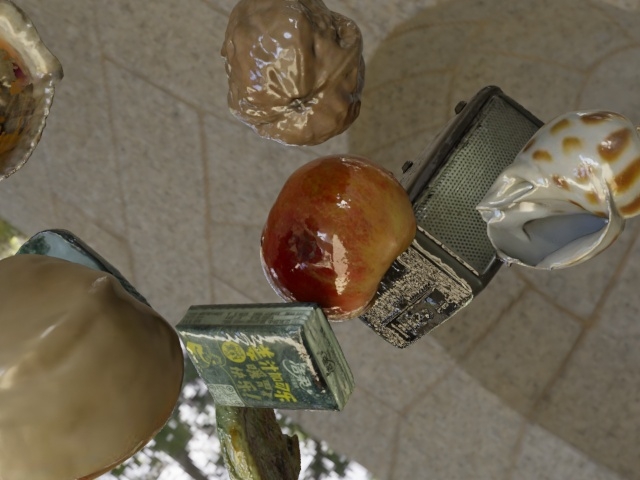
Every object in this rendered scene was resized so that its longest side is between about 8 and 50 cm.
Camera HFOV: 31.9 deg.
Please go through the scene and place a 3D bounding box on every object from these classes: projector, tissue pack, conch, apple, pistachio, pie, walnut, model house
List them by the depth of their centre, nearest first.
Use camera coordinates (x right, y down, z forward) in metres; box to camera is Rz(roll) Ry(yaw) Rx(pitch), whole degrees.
[{"bbox_3d":[-0.479,-0.193,1.365,0.352,0.297,0.210,-68,16,-1],"label":"conch"},{"bbox_3d":[0.336,-0.073,1.391,0.148,0.274,0.183,-15,-94,-52],"label":"conch"},{"bbox_3d":[-0.410,0.186,1.530,0.445,0.365,0.281,-8,-39,-10],"label":"pistachio"},{"bbox_3d":[-0.043,-0.279,1.791,0.227,0.273,0.273,-53,-20,27],"label":"walnut"},{"bbox_3d":[-0.092,0.193,1.839,0.081,0.257,0.185,-57,-46,-43],"label":"tissue pack"},{"bbox_3d":[0.000,0.000,1.870,0.163,0.251,0.293,-14,-42,-59],"label":"apple"},{"bbox_3d":[-0.391,0.113,1.878,0.184,0.253,0.291,-50,-2,-2],"label":"model house"},{"bbox_3d":[0.235,-0.039,2.168,0.405,0.242,0.395,-53,3,-28],"label":"projector"},{"bbox_3d":[-0.122,0.399,2.212,0.066,0.303,0.302,-24,-19,16],"label":"pie"}]
